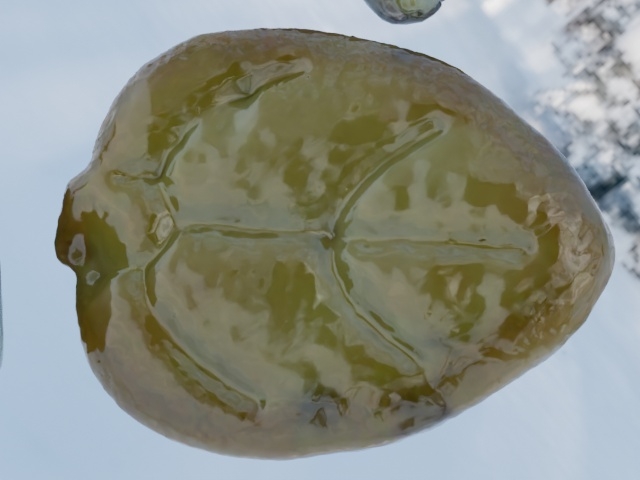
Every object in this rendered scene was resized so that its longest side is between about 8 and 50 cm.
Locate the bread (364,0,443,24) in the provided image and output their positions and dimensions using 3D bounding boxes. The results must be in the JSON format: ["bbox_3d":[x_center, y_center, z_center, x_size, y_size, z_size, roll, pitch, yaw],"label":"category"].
[{"bbox_3d":[0.056,-0.287,0.773,0.262,0.204,0.162,51,-25,13],"label":"bread"}]

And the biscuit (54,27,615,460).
[{"bbox_3d":[-0.002,-0.002,0.572,0.041,0.260,0.203,39,58,-67],"label":"biscuit"}]

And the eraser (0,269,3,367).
[{"bbox_3d":[-0.301,0.014,0.596,0.290,0.104,0.189,-5,28,-22],"label":"eraser"}]
